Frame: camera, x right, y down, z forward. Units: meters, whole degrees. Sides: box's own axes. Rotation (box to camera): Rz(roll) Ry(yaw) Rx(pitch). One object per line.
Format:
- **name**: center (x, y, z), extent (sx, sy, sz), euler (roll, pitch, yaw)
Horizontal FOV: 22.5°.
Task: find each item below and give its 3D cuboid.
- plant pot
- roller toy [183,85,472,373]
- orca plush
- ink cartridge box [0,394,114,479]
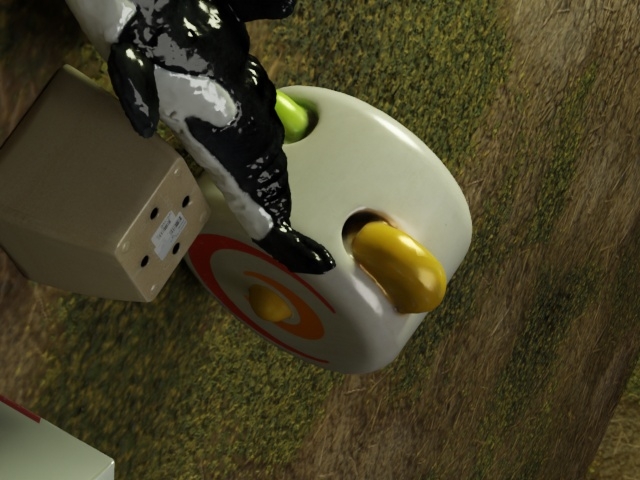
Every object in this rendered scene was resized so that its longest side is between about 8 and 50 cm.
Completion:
- **plant pot**: center (-0.132, -0.024, 0.993), extent (0.109, 0.096, 0.109), euler (-57, 154, -18)
- **roller toy**: center (0.000, 0.000, 1.162), extent (0.146, 0.209, 0.191), euler (-54, 167, -23)
- **orca plush**: center (-0.055, -0.105, 0.937), extent (0.287, 0.102, 0.151), euler (60, 14, -18)
- **ink cartridge box**: center (-0.215, 0.205, 0.998), extent (0.127, 0.128, 0.176), euler (-39, 146, -46)
